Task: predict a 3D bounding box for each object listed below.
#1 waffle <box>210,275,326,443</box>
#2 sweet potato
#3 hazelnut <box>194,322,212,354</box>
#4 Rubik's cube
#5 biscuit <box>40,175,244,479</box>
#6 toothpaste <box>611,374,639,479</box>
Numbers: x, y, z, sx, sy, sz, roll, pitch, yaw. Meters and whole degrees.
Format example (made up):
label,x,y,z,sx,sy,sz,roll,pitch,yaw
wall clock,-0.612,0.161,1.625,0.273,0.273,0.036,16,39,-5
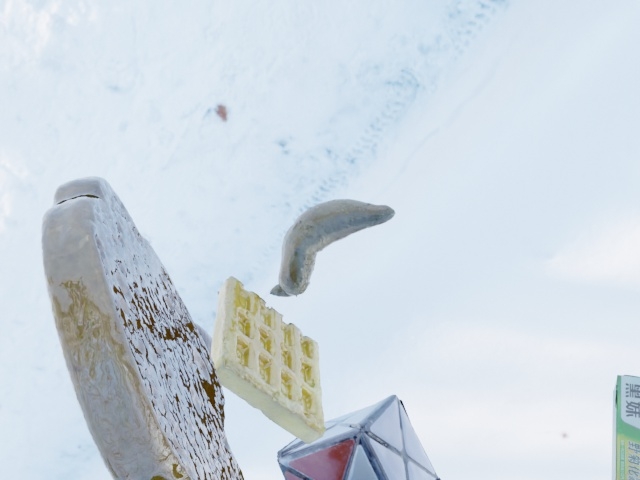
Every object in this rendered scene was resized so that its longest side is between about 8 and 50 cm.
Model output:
label,x,y,z,sx,sy,sz,roll,pitch,yaw
waffle,-0.090,0.206,1.106,0.055,0.221,0.248,-36,119,20
sweet potato,-0.004,-0.001,1.275,0.310,0.098,0.124,-41,93,11
hazelnut,-0.395,0.347,1.898,0.181,0.181,0.212,-15,117,19
Rubik's cube,0.107,0.636,1.755,0.305,0.307,0.310,-30,172,25
biscuit,-0.157,0.125,0.615,0.074,0.359,0.381,-19,162,-7
toothpaste,0.357,0.241,0.733,0.037,0.178,0.043,3,136,23
